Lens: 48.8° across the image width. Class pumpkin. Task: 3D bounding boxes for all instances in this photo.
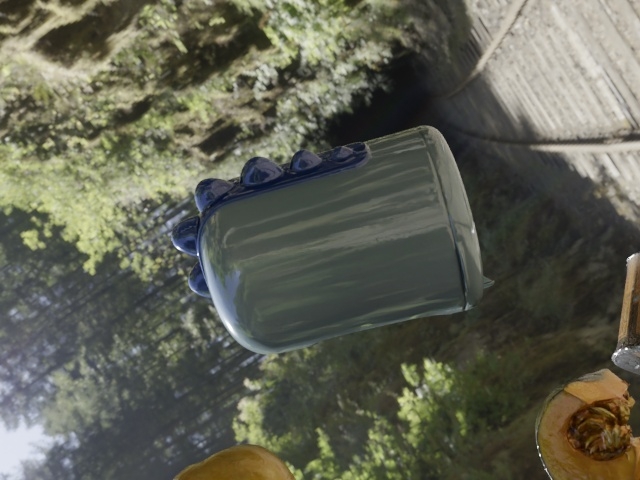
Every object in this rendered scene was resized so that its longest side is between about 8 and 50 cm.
[{"bbox_3d":[0.643,0.467,1.628,0.226,0.256,0.303,0,-142,-46],"label":"pumpkin"}]

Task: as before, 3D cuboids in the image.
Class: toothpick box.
[{"bbox_3d":[0.000,0.000,0.883,0.263,0.355,0.262,-15,-90,-86],"label":"toothpick box"}]

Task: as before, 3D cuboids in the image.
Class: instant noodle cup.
[{"bbox_3d":[0.662,0.137,1.316,0.217,0.218,0.207,43,-128,-53],"label":"instant noodle cup"}]

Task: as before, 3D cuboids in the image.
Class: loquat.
[{"bbox_3d":[-0.121,0.391,0.997,0.208,0.208,0.208,54,-169,-16],"label":"loquat"}]

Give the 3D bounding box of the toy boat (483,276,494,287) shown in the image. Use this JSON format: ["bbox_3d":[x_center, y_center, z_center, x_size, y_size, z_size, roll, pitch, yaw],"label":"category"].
[{"bbox_3d":[0.246,0.072,1.259,0.034,0.122,0.096,66,-161,-50],"label":"toy boat"}]
